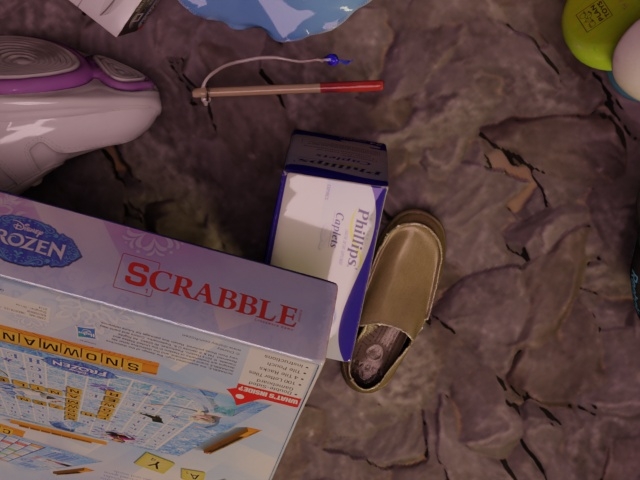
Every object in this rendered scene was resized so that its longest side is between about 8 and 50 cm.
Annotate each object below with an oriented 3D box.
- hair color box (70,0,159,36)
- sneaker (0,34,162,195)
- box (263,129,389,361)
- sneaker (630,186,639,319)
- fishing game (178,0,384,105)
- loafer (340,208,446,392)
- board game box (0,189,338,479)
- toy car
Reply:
[{"bbox_3d":[-0.169,-0.225,1.064,0.167,0.053,0.093,39,108,2],"label":"hair color box"},{"bbox_3d":[-0.258,-0.052,1.099,0.305,0.114,0.152,-12,120,-9],"label":"sneaker"},{"bbox_3d":[0.000,0.000,1.100,0.072,0.137,0.126,11,105,-2],"label":"box"},{"bbox_3d":[0.385,0.000,1.132,0.340,0.125,0.140,-2,133,-3],"label":"sneaker"},{"bbox_3d":[-0.033,-0.228,1.091,0.189,0.041,0.264,-3,103,4],"label":"fishing game"},{"bbox_3d":[0.055,0.050,1.159,0.056,0.050,0.148,15,105,-4],"label":"loafer"},{"bbox_3d":[-0.176,0.094,1.069,0.318,0.066,0.318,16,144,-4],"label":"board game box"},{"bbox_3d":[0.255,-0.160,1.070,0.182,0.159,0.136,-29,140,7],"label":"toy car"}]
